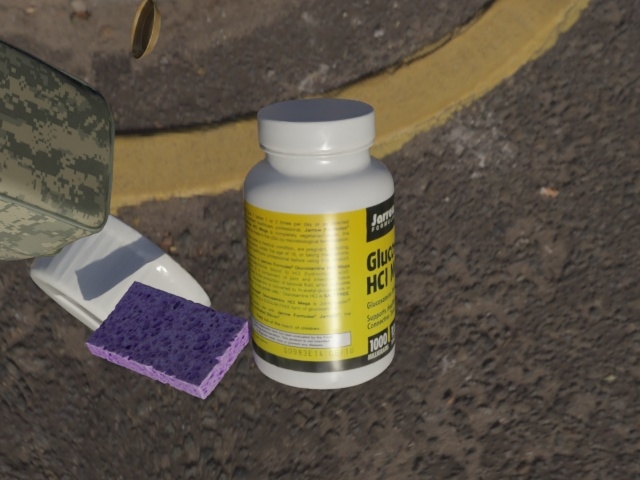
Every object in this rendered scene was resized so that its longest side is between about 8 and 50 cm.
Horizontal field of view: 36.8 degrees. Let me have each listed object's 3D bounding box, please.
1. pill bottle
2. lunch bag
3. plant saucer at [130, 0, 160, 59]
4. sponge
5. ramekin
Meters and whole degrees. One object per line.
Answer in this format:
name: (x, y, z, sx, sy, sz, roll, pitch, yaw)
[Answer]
pill bottle: (0.000, 0.000, 1.202, 0.187, 0.188, 0.334, -6, 110, -11)
lunch bag: (-0.425, -0.096, 1.088, 0.305, 0.256, 0.213, 23, 53, -46)
plant saucer: (-0.229, -0.279, 1.272, 0.015, 0.083, 0.084, 8, 67, -32)
sponge: (-0.203, 0.128, 1.278, 0.210, 0.031, 0.117, 15, 54, 32)
ramekin: (-0.324, 0.073, 1.520, 0.277, 0.277, 0.135, 35, 73, 5)
